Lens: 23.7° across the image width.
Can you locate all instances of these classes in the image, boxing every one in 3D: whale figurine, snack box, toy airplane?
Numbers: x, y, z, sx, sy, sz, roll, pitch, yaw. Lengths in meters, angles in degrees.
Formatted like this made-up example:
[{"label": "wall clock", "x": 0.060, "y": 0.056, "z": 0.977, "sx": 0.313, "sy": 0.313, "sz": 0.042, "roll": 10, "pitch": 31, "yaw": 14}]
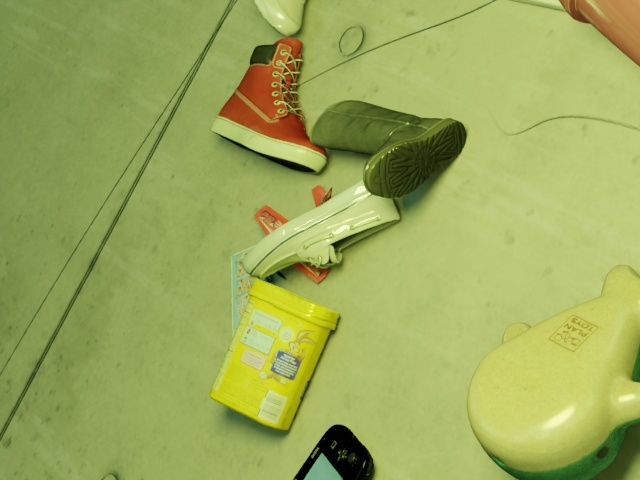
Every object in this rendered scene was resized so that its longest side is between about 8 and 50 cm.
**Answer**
[{"label": "whale figurine", "x": 0.288, "y": 0.153, "z": 1.665, "sx": 0.272, "sy": 0.141, "sz": 0.216, "roll": -46, "pitch": 40, "yaw": -17}, {"label": "snack box", "x": -0.094, "y": 0.092, "z": 2.118, "sx": 0.064, "sy": 0.022, "sz": 0.178, "roll": -23, "pitch": 56, "yaw": 35}, {"label": "toy airplane", "x": -0.023, "y": -0.015, "z": 2.091, "sx": 0.151, "sy": 0.028, "sz": 0.151, "roll": -5, "pitch": 81, "yaw": 32}]

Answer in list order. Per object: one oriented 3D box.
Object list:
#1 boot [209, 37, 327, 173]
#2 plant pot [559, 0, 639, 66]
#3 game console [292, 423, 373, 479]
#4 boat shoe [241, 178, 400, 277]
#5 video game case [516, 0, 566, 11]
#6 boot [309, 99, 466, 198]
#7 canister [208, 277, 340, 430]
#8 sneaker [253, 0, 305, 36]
[{"label": "boot", "x": -0.048, "y": -0.199, "z": 2.167, "sx": 0.244, "sy": 0.088, "sz": 0.176, "roll": 29, "pitch": 91, "yaw": 51}, {"label": "plant pot", "x": 0.384, "y": -0.284, "z": 1.723, "sx": 0.201, "sy": 0.201, "sz": 0.180, "roll": -41, "pitch": 64, "yaw": 23}, {"label": "game console", "x": -0.061, "y": 0.387, "z": 1.933, "sx": 0.361, "sy": 0.044, "sz": 0.213, "roll": -56, "pitch": 44, "yaw": 8}, {"label": "boat shoe", "x": 0.000, "y": 0.000, "z": 2.010, "sx": 0.226, "sy": 0.083, "sz": 0.076, "roll": -33, "pitch": 78, "yaw": 19}, {"label": "video game case", "x": 0.309, "y": -0.398, "z": 1.955, "sx": 0.227, "sy": 0.026, "sz": 0.206, "roll": 23, "pitch": 88, "yaw": 47}, {"label": "boot", "x": 0.060, "y": -0.127, "z": 1.984, "sx": 0.208, "sy": 0.189, "sz": 0.076, "roll": 21, "pitch": 125, "yaw": 40}, {"label": "canister", "x": -0.063, "y": 0.150, "z": 2.011, "sx": 0.126, "sy": 0.073, "sz": 0.170, "roll": 23, "pitch": 89, "yaw": 28}, {"label": "sneaker", "x": -0.038, "y": -0.405, "z": 2.244, "sx": 0.115, "sy": 0.090, "sz": 0.232, "roll": -21, "pitch": 53, "yaw": 28}]
